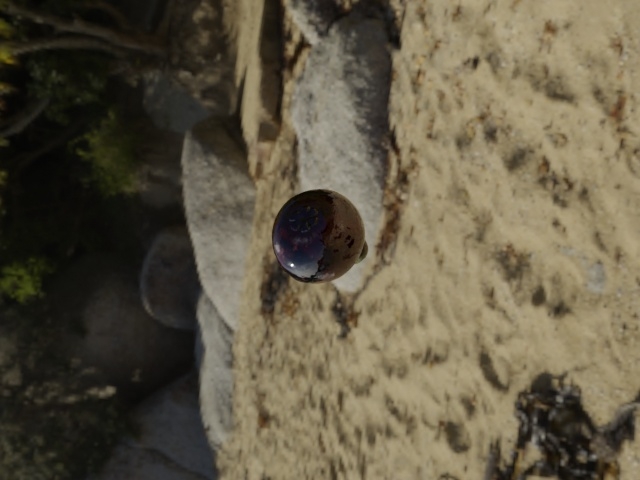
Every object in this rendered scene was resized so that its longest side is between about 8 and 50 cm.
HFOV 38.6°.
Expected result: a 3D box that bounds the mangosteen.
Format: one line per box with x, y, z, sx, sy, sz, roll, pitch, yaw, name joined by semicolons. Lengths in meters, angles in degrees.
-0.001;-0.001;0.756;0.081;0.080;0.081;-172;90;-82;mangosteen
